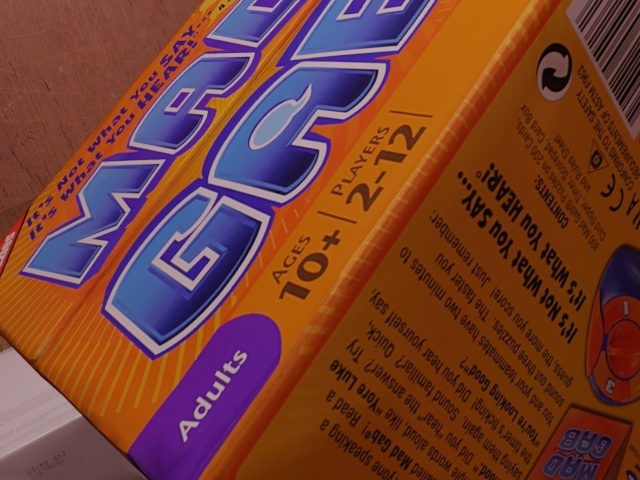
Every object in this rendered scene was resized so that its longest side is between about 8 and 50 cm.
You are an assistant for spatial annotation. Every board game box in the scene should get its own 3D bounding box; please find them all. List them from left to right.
[{"bbox_3d":[0.045,0.033,0.572,0.356,0.356,0.356,17,66,51],"label":"board game box"}]

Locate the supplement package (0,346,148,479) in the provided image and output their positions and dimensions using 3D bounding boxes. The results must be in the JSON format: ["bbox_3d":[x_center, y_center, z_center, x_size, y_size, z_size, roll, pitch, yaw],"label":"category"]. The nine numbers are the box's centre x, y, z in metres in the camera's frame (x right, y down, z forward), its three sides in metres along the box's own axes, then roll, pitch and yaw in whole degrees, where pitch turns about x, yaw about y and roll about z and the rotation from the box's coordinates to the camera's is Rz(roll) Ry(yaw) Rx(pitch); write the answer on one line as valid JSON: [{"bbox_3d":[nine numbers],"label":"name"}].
[{"bbox_3d":[-0.327,0.247,1.000,0.177,0.175,0.293,-27,23,-14],"label":"supplement package"}]
